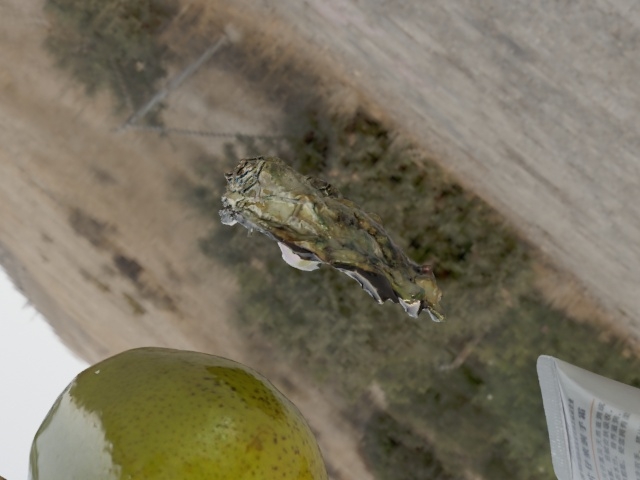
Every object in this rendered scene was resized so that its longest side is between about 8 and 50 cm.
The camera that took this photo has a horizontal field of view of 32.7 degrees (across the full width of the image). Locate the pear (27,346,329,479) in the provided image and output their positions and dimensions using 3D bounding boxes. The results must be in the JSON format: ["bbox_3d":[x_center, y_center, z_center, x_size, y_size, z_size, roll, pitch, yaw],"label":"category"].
[{"bbox_3d":[-0.121,0.239,0.957,0.294,0.294,0.294,39,177,2],"label":"pear"}]

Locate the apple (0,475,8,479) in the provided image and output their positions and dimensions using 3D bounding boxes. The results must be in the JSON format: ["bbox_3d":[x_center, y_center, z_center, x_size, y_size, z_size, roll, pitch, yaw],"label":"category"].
[{"bbox_3d":[-0.304,0.284,0.688,0.299,0.275,0.299,4,-162,-1],"label":"apple"}]

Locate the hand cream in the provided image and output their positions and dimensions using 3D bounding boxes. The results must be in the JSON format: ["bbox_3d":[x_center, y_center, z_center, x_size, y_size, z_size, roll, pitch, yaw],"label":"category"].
[{"bbox_3d":[0.306,0.195,0.931,0.314,0.089,0.139,13,119,51],"label":"hand cream"}]

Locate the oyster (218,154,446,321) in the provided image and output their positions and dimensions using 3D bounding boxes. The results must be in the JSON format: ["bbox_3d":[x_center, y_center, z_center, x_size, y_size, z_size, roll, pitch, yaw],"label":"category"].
[{"bbox_3d":[0.005,-0.007,1.040,0.198,0.092,0.260,26,-179,-43],"label":"oyster"}]
